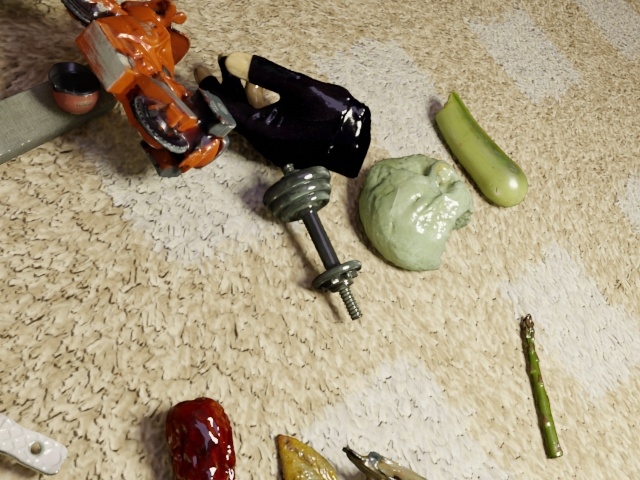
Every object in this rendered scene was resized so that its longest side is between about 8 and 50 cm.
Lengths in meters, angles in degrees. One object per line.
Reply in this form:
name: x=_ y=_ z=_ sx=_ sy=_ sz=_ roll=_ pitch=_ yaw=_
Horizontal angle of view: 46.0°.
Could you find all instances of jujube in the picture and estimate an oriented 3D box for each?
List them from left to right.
jujube: x=-0.135 y=0.246 z=0.873 sx=0.077 sy=0.077 sz=0.129 roll=-3 pitch=67 yaw=-33

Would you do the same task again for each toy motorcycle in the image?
toy motorcycle: x=-0.236 y=-0.231 z=1.061 sx=0.325 sy=0.148 sz=0.221 roll=56 pitch=21 yaw=14

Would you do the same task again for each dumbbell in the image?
dumbbell: x=0.000 y=0.000 z=1.112 sx=0.110 sy=0.110 sz=0.254 roll=-15 pitch=75 yaw=-37

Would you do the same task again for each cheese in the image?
cheese: x=-0.383 y=0.179 z=0.783 sx=0.251 sy=0.054 sz=0.127 roll=30 pitch=48 yaw=-11

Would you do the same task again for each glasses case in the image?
glasses case: x=-0.380 y=-0.171 z=1.029 sx=0.071 sy=0.047 sz=0.205 roll=52 pitch=48 yaw=-2

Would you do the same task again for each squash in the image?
squash: x=0.298 y=-0.166 z=1.420 sx=0.083 sy=0.083 sz=0.250 roll=-20 pitch=68 yaw=-39

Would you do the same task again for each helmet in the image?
helmet: x=-0.331 y=-0.199 z=1.016 sx=0.065 sy=0.049 sz=0.084 roll=-11 pitch=46 yaw=-27

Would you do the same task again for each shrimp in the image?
shrimp: x=0.110 y=0.368 z=0.952 sx=0.254 sy=0.059 sz=0.145 roll=33 pitch=58 yaw=-14

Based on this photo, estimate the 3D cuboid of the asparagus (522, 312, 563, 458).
asparagus: x=0.353 y=0.228 z=1.214 sx=0.025 sy=0.024 sz=0.248 roll=55 pitch=26 yaw=-52

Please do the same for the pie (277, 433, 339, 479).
pie: x=-0.011 y=0.323 z=0.923 sx=0.092 sy=0.034 sz=0.170 roll=15 pitch=47 yaw=-20

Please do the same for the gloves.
gloves: x=-0.063 y=-0.203 z=1.158 sx=0.301 sy=0.197 sz=0.152 roll=35 pitch=72 yaw=17

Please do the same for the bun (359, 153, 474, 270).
bun: x=0.168 y=-0.057 z=1.230 sx=0.204 sy=0.126 sz=0.212 roll=16 pitch=53 yaw=-19
